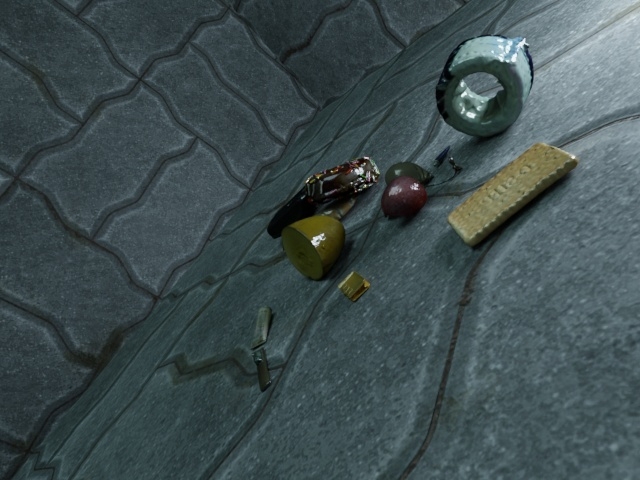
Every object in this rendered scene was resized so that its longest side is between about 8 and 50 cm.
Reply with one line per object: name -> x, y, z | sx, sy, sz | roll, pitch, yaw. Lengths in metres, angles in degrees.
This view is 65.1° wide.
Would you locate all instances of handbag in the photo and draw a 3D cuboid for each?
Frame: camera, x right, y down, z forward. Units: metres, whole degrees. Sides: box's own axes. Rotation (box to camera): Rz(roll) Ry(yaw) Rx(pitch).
handbag -> 0.079, 0.109, 1.192 | 0.061, 0.027, 0.083 | -44, 18, -2

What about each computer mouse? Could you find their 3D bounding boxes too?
computer mouse -> -0.088, -0.111, 1.953 | 0.269, 0.100, 0.170 | -40, 13, 30

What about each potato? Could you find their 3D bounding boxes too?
potato -> 0.000, 0.000, 1.428 | 0.158, 0.178, 0.203 | -35, -12, -21

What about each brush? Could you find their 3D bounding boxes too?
brush -> -0.150, 0.312, 1.247 | 0.034, 0.027, 0.190 | -46, 18, 2

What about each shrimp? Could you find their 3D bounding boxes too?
shrimp -> -0.006, -0.061, 1.715 | 0.317, 0.077, 0.168 | -34, 10, 17

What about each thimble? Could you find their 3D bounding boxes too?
thimble -> 0.409, -0.387, 1.242 | 0.237, 0.237, 0.150 | -24, 29, 48

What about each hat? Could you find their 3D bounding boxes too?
hat -> 0.215, -0.146, 1.367 | 0.147, 0.085, 0.175 | -25, 25, 46

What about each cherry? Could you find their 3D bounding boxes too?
cherry -> 0.245, -0.139, 1.272 | 0.225, 0.090, 0.107 | -39, 51, -8

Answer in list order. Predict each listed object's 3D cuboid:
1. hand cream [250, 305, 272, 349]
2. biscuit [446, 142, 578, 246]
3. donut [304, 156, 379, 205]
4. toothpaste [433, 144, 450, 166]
hand cream -> -0.165, 0.246, 1.431 | 0.061, 0.039, 0.143 | -29, 32, 25
biscuit -> 0.368, -0.093, 0.989 | 0.249, 0.030, 0.160 | -41, 17, 12
donut -> 0.068, -0.201, 1.683 | 0.269, 0.103, 0.270 | -22, 10, 4
toothpaste -> 0.340, -0.236, 1.403 | 0.083, 0.019, 0.027 | -51, -6, -21
